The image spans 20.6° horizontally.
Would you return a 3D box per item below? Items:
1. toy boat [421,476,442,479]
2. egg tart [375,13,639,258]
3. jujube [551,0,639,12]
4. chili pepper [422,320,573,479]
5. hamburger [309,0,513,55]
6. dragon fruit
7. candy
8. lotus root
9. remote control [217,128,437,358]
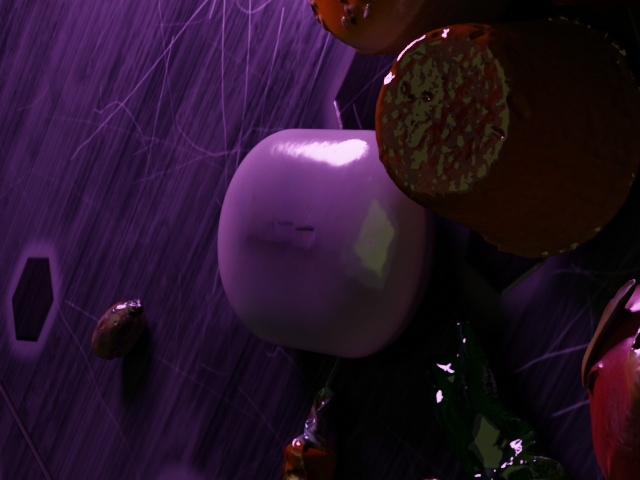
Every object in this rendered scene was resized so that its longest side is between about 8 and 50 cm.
[{"bbox_3d":[0.069,0.264,1.579,0.206,0.064,0.072,-40,31,62],"label":"toy boat"},{"bbox_3d":[0.156,-0.093,1.484,0.215,0.171,0.215,-4,84,40],"label":"egg tart"},{"bbox_3d":[0.251,-0.293,1.396,0.250,0.174,0.174,-55,40,46],"label":"jujube"},{"bbox_3d":[0.142,0.163,1.530,0.224,0.061,0.098,57,134,44],"label":"chili pepper"},{"bbox_3d":[0.083,-0.307,1.599,0.300,0.176,0.300,-166,90,-71],"label":"hamburger"},{"bbox_3d":[0.287,0.100,1.200,0.227,0.224,0.224,109,148,-41],"label":"dragon fruit"},{"bbox_3d":[-0.015,0.235,1.751,0.053,0.046,0.182,16,96,58],"label":"candy"},{"bbox_3d":[-0.239,0.103,2.109,0.049,0.054,0.099,52,127,23],"label":"lotus root"},{"bbox_3d":[0.000,0.000,1.742,0.332,0.103,0.221,7,93,56],"label":"remote control"}]
